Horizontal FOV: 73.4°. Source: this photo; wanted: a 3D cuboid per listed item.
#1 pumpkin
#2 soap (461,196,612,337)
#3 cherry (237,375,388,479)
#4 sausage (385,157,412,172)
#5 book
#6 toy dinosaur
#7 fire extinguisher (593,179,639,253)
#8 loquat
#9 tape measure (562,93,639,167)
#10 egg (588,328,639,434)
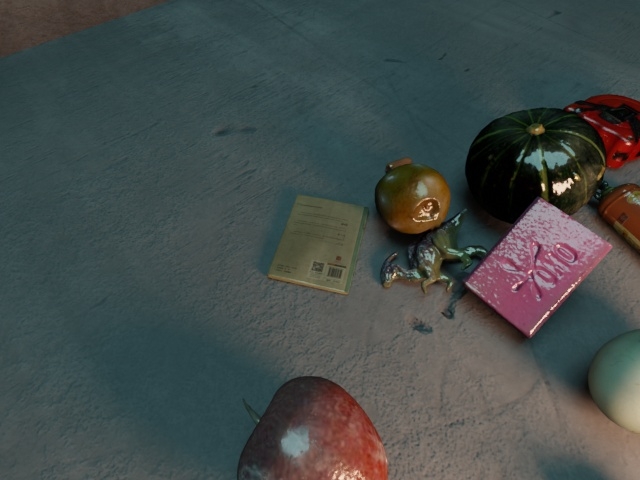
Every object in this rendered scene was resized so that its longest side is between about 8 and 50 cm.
[{"bbox_3d":[0.540,-0.191,1.096,0.322,0.241,0.324,-15,50,18],"label":"pumpkin"},{"bbox_3d":[0.464,0.057,0.936,0.181,0.081,0.259,43,95,22],"label":"soap"},{"bbox_3d":[-0.022,0.349,0.710,0.285,0.213,0.236,33,67,15],"label":"cherry"},{"bbox_3d":[0.235,-0.226,1.288,0.083,0.034,0.034,-21,53,-16],"label":"sausage"},{"bbox_3d":[0.000,0.000,1.116,0.214,0.025,0.283,12,53,10],"label":"book"},{"bbox_3d":[0.282,0.037,1.042,0.293,0.077,0.162,-29,54,-21],"label":"toy dinosaur"},{"bbox_3d":[0.827,-0.031,1.086,0.200,0.113,0.376,16,37,-43],"label":"fire extinguisher"},{"bbox_3d":[0.230,-0.108,1.092,0.179,0.180,0.227,-10,21,-6],"label":"loquat"},{"bbox_3d":[0.890,-0.352,1.322,0.260,0.114,0.253,-27,55,-19],"label":"tape measure"},{"bbox_3d":[0.623,0.252,0.789,0.263,0.183,0.183,-14,51,-18],"label":"egg"}]
